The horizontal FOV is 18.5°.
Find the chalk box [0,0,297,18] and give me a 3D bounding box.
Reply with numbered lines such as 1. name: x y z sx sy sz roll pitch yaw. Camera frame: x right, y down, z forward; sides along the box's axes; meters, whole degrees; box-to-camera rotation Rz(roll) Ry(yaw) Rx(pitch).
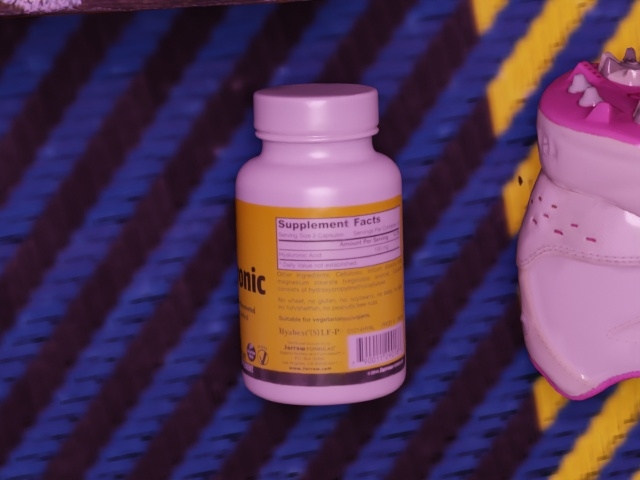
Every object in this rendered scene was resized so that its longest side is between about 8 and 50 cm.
1. chalk box: -0.079 -0.223 0.645 0.180 0.179 0.289 -5 101 -4

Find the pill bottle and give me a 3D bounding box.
1. pill bottle: 0.000 0.000 0.753 0.065 0.065 0.116 -2 101 -6

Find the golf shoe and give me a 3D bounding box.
1. golf shoe: 0.221 0.022 0.769 0.306 0.115 0.140 13 110 -2
